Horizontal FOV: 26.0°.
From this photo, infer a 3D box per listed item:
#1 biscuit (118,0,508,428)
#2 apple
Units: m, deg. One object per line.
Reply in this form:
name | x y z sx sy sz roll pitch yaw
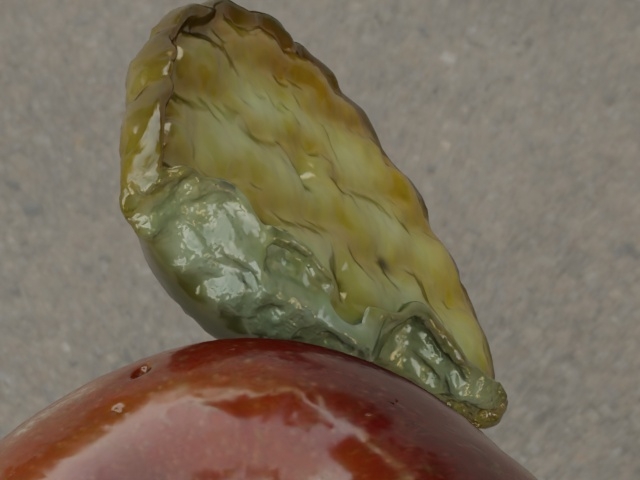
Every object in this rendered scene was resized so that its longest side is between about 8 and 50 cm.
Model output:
biscuit | 0.000 0.000 0.861 0.078 0.329 0.335 -35 97 24
apple | -0.025 0.209 0.660 0.348 0.277 0.349 -3 48 3
